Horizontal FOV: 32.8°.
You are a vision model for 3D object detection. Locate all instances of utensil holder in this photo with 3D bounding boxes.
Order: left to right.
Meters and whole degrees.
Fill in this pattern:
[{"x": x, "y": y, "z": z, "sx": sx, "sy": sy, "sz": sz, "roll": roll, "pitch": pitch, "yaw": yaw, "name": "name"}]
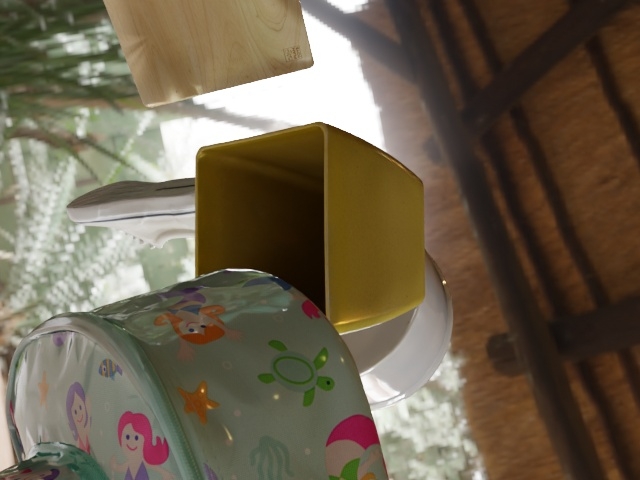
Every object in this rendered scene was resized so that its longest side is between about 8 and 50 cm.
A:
[{"x": 0.032, "y": 0.095, "z": 1.725, "sx": 0.385, "sy": 0.327, "sz": 0.328, "roll": 46, "pitch": 29, "yaw": -73, "name": "utensil holder"}]

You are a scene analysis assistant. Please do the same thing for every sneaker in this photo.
[{"x": -0.251, "y": -0.031, "z": 1.544, "sx": 0.094, "sy": 0.258, "sz": 0.091, "roll": -45, "pitch": 126, "yaw": -49, "name": "sneaker"}]

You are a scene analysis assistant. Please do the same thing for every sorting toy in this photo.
[{"x": -0.161, "y": -0.340, "z": 1.516, "sx": 0.089, "sy": 0.255, "sz": 0.257, "roll": -101, "pitch": 177, "yaw": -48, "name": "sorting toy"}]

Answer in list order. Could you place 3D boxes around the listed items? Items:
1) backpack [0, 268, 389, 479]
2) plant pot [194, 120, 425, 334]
[{"x": -0.060, "y": 0.145, "z": 0.485, "sx": 0.225, "sy": 0.191, "sz": 0.254, "roll": -12, "pitch": -92, "yaw": 59, "name": "backpack"}, {"x": 0.000, "y": 0.000, "z": 1.186, "sx": 0.212, "sy": 0.187, "sz": 0.212, "roll": -6, "pitch": -97, "yaw": 45, "name": "plant pot"}]
